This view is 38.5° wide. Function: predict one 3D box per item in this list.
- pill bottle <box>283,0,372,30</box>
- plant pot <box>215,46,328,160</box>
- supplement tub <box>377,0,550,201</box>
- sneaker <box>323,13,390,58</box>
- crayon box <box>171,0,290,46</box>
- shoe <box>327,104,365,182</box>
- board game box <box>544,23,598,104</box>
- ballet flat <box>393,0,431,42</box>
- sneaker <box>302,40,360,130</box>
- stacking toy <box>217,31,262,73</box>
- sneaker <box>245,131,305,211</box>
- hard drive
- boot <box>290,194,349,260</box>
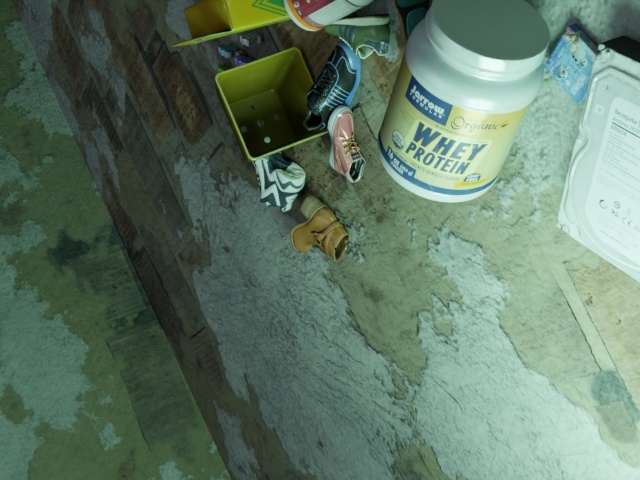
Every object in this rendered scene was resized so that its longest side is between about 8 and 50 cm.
[{"bbox_3d":[0.039,-0.497,1.769,0.221,0.121,0.121,-16,95,46],"label":"pill bottle"},{"bbox_3d":[-0.126,-0.298,2.155,0.212,0.212,0.187,67,163,2],"label":"plant pot"},{"bbox_3d":[0.235,-0.242,1.536,0.228,0.228,0.316,52,148,27],"label":"supplement tub"},{"bbox_3d":[0.073,-0.411,1.864,0.192,0.064,0.086,13,116,53],"label":"sneaker"},{"bbox_3d":[-0.144,-0.484,1.918,0.202,0.319,0.081,6,115,58],"label":"crayon box"},{"bbox_3d":[0.063,-0.212,2.029,0.081,0.064,0.178,45,149,34],"label":"shoe"},{"bbox_3d":[0.404,-0.277,1.442,0.090,0.020,0.090,54,148,22],"label":"board game box"},{"bbox_3d":[0.160,-0.437,1.632,0.232,0.080,0.073,80,172,-66],"label":"ballet flat"},{"bbox_3d":[0.020,-0.328,1.985,0.081,0.091,0.232,50,147,29],"label":"sneaker"},{"bbox_3d":[-0.217,-0.469,2.334,0.221,0.052,0.166,40,140,42],"label":"stacking toy"},{"bbox_3d":[-0.137,-0.166,2.361,0.235,0.094,0.153,39,133,25],"label":"sneaker"},{"bbox_3d":[0.487,-0.106,1.377,0.237,0.064,0.338,42,141,39],"label":"hard drive"},{"bbox_3d":[0.000,0.000,2.272,0.152,0.073,0.197,47,148,26],"label":"boot"}]
